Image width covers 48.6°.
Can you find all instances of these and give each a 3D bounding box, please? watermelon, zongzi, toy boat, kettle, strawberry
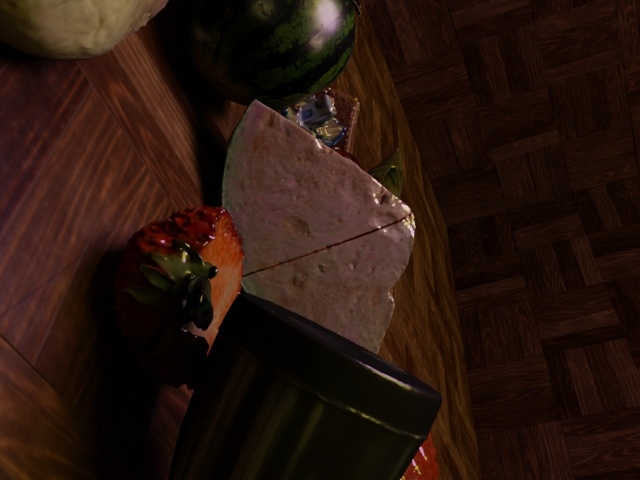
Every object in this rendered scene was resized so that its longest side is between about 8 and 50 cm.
[{"bbox_3d":[-0.077,-0.317,1.054,0.269,0.269,0.268,-15,90,-74],"label":"watermelon"},{"bbox_3d":[0.114,-0.125,1.601,0.274,0.125,0.251,-70,158,-9],"label":"zongzi"},{"bbox_3d":[-0.008,-0.250,1.474,0.262,0.115,0.114,10,66,-73],"label":"toy boat"},{"bbox_3d":[-0.057,0.202,0.638,0.207,0.251,0.271,31,84,-50],"label":"kettle"},{"bbox_3d":[-0.019,-0.011,1.083,0.222,0.319,0.292,-111,-134,-83],"label":"watermelon"},{"bbox_3d":[-0.149,0.052,0.755,0.286,0.106,0.188,-78,173,-84],"label":"strawberry"}]

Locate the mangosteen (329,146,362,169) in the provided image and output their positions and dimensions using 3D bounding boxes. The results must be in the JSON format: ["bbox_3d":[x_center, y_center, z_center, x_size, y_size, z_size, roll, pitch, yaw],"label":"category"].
[{"bbox_3d":[0.003,-0.092,1.361,0.146,0.156,0.181,-128,-137,-61],"label":"mangosteen"}]

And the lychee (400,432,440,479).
[{"bbox_3d":[0.019,0.321,0.840,0.300,0.255,0.255,-54,135,-27],"label":"lychee"}]

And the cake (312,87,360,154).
[{"bbox_3d":[0.047,-0.218,1.663,0.116,0.113,0.295,-10,97,-73],"label":"cake"}]

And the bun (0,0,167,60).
[{"bbox_3d":[-0.227,-0.350,0.653,0.361,0.213,0.360,-13,90,-75],"label":"bun"}]
